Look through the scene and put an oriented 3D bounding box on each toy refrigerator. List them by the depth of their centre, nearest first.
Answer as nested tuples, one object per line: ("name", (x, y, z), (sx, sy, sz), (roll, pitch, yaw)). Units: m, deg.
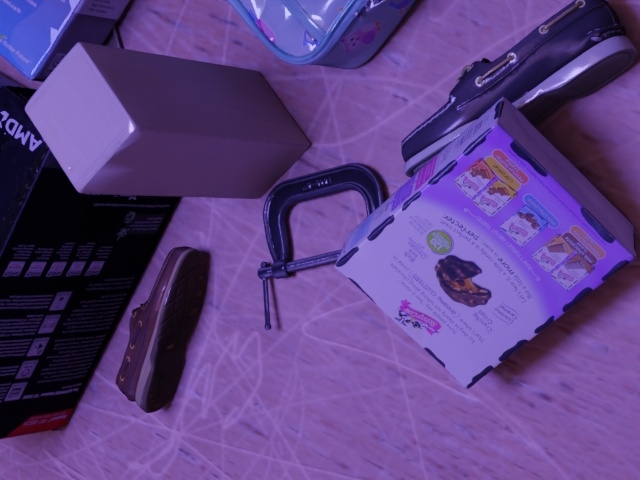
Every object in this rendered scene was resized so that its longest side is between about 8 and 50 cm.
("toy refrigerator", (-0.136, -0.102, 1.326), (0.094, 0.269, 0.102), (-45, 69, 25))

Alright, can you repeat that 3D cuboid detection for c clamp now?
("c clamp", (0.000, 0.000, 1.391), (0.161, 0.022, 0.137), (-20, 74, 32))

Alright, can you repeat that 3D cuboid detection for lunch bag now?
("lunch bag", (-0.018, -0.301, 1.347), (0.279, 0.108, 0.224), (50, 114, 22))

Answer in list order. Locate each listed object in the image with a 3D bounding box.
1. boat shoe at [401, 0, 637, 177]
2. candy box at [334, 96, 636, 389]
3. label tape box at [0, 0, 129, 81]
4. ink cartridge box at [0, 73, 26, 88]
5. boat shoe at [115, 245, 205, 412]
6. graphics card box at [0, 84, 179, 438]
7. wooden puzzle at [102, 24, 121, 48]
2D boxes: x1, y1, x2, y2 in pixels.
("boat shoe", (0.162, -0.131, 1.255), (0.228, 0.081, 0.068), (-30, 72, 21))
("candy box", (0.139, 0.005, 1.229), (0.165, 0.070, 0.196), (43, 116, -11))
("label tape box", (-0.273, -0.364, 1.483), (0.241, 0.106, 0.333), (39, 106, 14))
("ink cartridge box", (-0.352, -0.114, 1.529), (0.212, 0.154, 0.093), (31, 108, 27))
("boat shoe", (-0.168, 0.085, 1.468), (0.060, 0.064, 0.178), (25, 105, 28))
("graphics card box", (-0.285, 0.031, 1.443), (0.094, 0.233, 0.371), (38, 110, 27))
("wooden puzzle", (-0.247, -0.213, 1.546), (0.078, 0.014, 0.116), (-32, 74, 28))
